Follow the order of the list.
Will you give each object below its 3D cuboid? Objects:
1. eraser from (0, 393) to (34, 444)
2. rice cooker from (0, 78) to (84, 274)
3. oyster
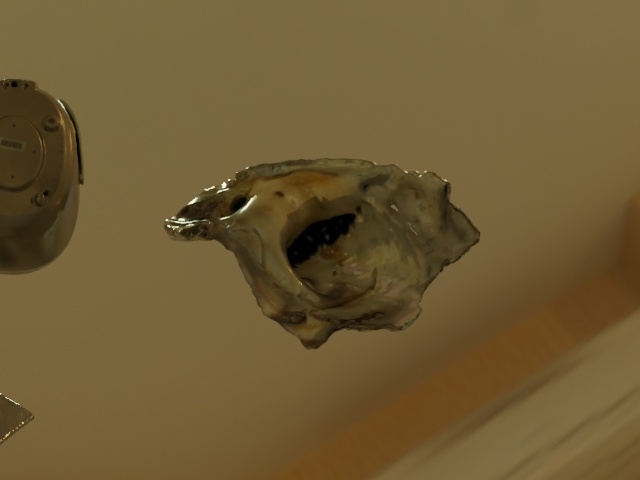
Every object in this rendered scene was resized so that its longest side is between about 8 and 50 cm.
[{"bbox_3d":[-0.410,0.230,1.764,0.111,0.077,0.352,-32,3,24],"label":"eraser"},{"bbox_3d":[-0.315,-0.069,1.858,0.145,0.206,0.127,2,-22,-9],"label":"rice cooker"},{"bbox_3d":[0.003,0.007,1.811,0.275,0.271,0.100,-22,-45,-7],"label":"oyster"}]
